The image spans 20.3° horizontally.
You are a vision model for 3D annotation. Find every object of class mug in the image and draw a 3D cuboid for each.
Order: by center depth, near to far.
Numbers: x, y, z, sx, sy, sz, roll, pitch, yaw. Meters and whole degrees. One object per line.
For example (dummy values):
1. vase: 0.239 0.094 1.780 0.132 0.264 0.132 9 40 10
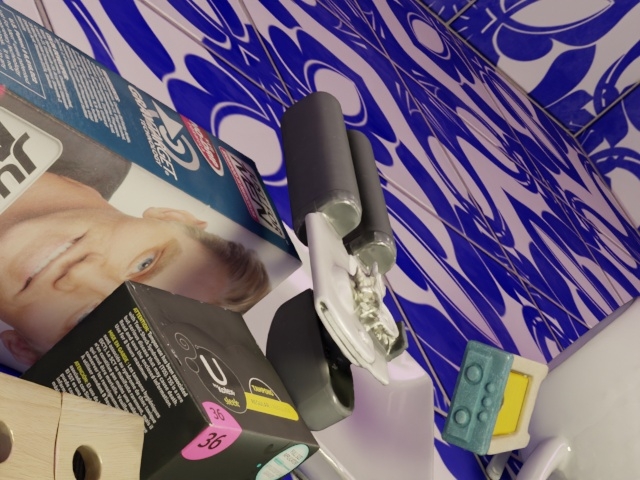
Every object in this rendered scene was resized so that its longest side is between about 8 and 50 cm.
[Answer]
1. mug: 0.322 0.251 1.707 0.374 0.276 0.328 -34 83 -41

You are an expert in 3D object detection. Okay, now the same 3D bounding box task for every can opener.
1. can opener: 0.000 0.000 1.109 0.074 0.093 0.280 52 19 -28

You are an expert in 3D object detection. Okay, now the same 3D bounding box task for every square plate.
1. square plate: -0.034 0.079 1.481 0.344 0.049 0.347 45 16 -12

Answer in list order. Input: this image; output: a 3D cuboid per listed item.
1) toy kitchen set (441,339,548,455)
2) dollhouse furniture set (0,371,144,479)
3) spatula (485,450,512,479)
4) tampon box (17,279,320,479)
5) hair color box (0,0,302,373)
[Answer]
1. toy kitchen set: 0.171 0.181 1.315 0.207 0.166 0.122 19 6 35
2. dollhouse furniture set: -0.174 0.167 0.832 0.129 0.129 0.183 27 56 -52
3. spatula: 0.199 0.214 1.852 0.168 0.019 0.242 50 15 1
4. tampon box: -0.107 0.117 0.986 0.101 0.161 0.120 57 18 26
5. hair color box: -0.186 -0.027 1.085 0.347 0.174 0.105 31 25 -48
